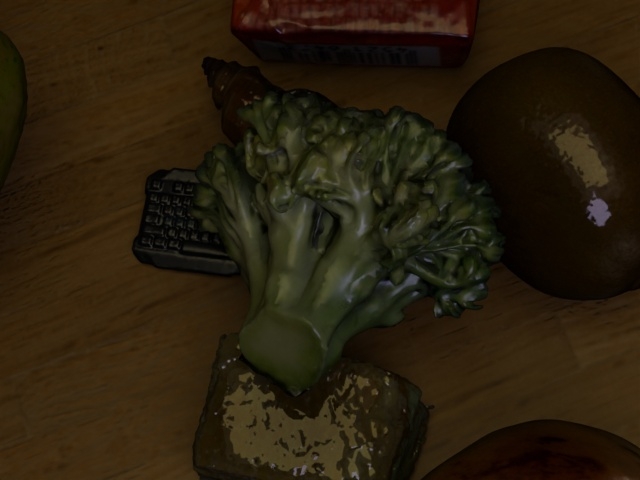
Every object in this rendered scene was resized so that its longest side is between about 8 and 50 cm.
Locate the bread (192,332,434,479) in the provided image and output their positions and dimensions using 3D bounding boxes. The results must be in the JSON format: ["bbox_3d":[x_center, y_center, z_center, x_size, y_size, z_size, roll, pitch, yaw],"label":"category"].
[{"bbox_3d":[-0.010,0.169,1.435,0.196,0.102,0.138,16,75,10],"label":"bread"}]

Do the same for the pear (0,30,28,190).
[{"bbox_3d":[-0.452,-0.120,1.456,0.391,0.391,0.391,-2,70,5],"label":"pear"}]

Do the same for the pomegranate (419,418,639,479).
[{"bbox_3d":[0.168,0.300,1.284,0.319,0.319,0.319,-2,70,5],"label":"pomegranate"}]

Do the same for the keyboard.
[{"bbox_3d":[-0.047,-0.011,1.549,0.262,0.016,0.106,7,71,8],"label":"keyboard"}]

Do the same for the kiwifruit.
[{"bbox_3d":[0.221,-0.054,1.445,0.196,0.196,0.234,-31,78,-6],"label":"kiwifruit"}]

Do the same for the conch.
[{"bbox_3d":[-0.021,-0.103,1.550,0.233,0.080,0.086,26,90,3],"label":"conch"}]

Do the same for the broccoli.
[{"bbox_3d":[0.000,0.000,1.386,0.248,0.288,0.245,42,51,-15],"label":"broccoli"}]

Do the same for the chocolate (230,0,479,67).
[{"bbox_3d":[0.043,-0.284,1.593,0.237,0.108,0.234,1,71,8],"label":"chocolate"}]
